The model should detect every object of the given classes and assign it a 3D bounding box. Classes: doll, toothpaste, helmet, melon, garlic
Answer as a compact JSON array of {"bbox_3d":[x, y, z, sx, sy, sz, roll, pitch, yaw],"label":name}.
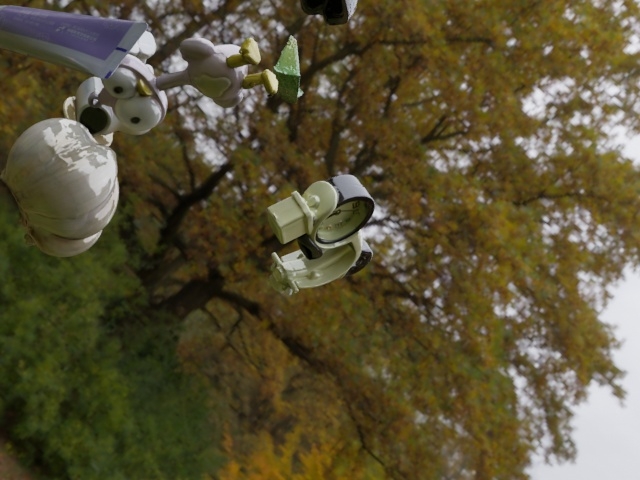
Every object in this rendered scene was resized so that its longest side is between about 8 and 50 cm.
[{"bbox_3d":[-0.450,-0.326,1.809,0.271,0.208,0.144,98,-22,-51],"label":"doll"},{"bbox_3d":[-0.460,-0.352,1.462,0.371,0.125,0.080,16,-25,34],"label":"toothpaste"},{"bbox_3d":[0.026,-0.606,2.026,0.176,0.107,0.153,30,-26,26],"label":"helmet"},{"bbox_3d":[-0.062,-0.330,1.691,0.053,0.114,0.262,1,-3,1],"label":"melon"},{"bbox_3d":[-0.259,-0.284,1.517,0.365,0.094,0.160,-10,-38,20],"label":"doll"},{"bbox_3d":[-0.450,-0.097,1.545,0.184,0.203,0.281,21,-43,39],"label":"garlic"}]

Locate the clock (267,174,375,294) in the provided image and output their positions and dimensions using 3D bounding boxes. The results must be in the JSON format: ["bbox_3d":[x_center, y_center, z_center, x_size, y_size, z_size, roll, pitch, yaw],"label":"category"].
[{"bbox_3d":[0.000,0.000,1.991,0.120,0.276,0.379,56,-17,31],"label":"clock"}]
